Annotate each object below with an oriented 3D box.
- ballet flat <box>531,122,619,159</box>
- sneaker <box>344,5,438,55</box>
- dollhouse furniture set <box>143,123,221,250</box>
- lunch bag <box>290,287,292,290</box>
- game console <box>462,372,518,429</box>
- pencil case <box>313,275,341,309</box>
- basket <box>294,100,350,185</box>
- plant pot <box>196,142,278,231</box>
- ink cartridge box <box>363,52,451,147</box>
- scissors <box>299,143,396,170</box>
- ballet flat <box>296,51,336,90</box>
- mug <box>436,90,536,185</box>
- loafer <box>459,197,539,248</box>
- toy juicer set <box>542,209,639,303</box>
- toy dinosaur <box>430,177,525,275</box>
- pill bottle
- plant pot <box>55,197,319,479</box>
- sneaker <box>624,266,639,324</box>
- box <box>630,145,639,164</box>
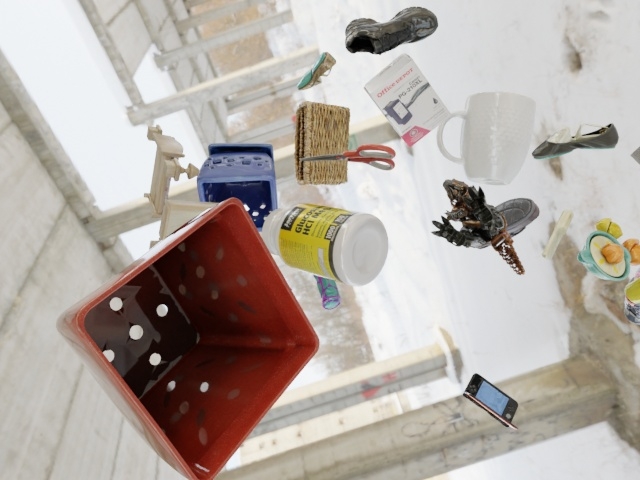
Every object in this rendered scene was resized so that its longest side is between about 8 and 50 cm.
[{"bbox_3d":[0.852,-0.343,1.769,0.095,0.281,0.096,-91,-9,-68],"label":"ballet flat"},{"bbox_3d":[0.207,-0.608,1.569,0.130,0.286,0.109,-75,-29,-41],"label":"sneaker"},{"bbox_3d":[-0.386,-0.113,1.472,0.355,0.174,0.303,52,131,48],"label":"dollhouse furniture set"},{"bbox_3d":[-0.267,0.172,1.973,0.221,0.293,0.138,-6,-63,-60],"label":"lunch bag"},{"bbox_3d":[0.461,0.421,1.389,0.144,0.124,0.085,36,142,11],"label":"game console"},{"bbox_3d":[0.016,0.136,1.620,0.070,0.064,0.151,23,-144,-42],"label":"pencil case"},{"bbox_3d":[-0.039,-0.354,1.937,0.213,0.223,0.299,11,103,44],"label":"basket"},{"bbox_3d":[-0.251,-0.178,1.660,0.236,0.236,0.212,91,177,-48],"label":"plant pot"},{"bbox_3d":[0.279,-0.451,1.697,0.237,0.172,0.100,45,-164,-27],"label":"ink cartridge box"},{"bbox_3d":[0.062,-0.230,1.400,0.109,0.297,0.021,50,-126,-61],"label":"scissors"},{"bbox_3d":[-0.011,-0.608,1.933,0.206,0.067,0.073,-31,47,51],"label":"ballet flat"},{"bbox_3d":[0.653,-0.405,2.118,0.276,0.374,0.328,176,103,-88],"label":"mug"},{"bbox_3d":[0.575,-0.047,1.669,0.302,0.095,0.109,-30,38,53],"label":"loafer"},{"bbox_3d":[0.712,0.010,1.318,0.089,0.329,0.209,-50,19,56],"label":"toy juicer set"},{"bbox_3d":[0.431,-0.053,1.393,0.322,0.164,0.218,35,-161,37],"label":"toy dinosaur"},{"bbox_3d":[0.000,0.000,1.410,0.334,0.188,0.187,12,132,44],"label":"pill bottle"},{"bbox_3d":[-0.210,0.131,0.748,0.267,0.236,0.267,-45,-64,-41],"label":"plant pot"},{"bbox_3d":[1.085,0.197,1.806,0.112,0.131,0.319,45,159,43],"label":"sneaker"},{"bbox_3d":[0.901,-0.185,1.313,0.203,0.103,0.114,18,-142,-27],"label":"box"}]
